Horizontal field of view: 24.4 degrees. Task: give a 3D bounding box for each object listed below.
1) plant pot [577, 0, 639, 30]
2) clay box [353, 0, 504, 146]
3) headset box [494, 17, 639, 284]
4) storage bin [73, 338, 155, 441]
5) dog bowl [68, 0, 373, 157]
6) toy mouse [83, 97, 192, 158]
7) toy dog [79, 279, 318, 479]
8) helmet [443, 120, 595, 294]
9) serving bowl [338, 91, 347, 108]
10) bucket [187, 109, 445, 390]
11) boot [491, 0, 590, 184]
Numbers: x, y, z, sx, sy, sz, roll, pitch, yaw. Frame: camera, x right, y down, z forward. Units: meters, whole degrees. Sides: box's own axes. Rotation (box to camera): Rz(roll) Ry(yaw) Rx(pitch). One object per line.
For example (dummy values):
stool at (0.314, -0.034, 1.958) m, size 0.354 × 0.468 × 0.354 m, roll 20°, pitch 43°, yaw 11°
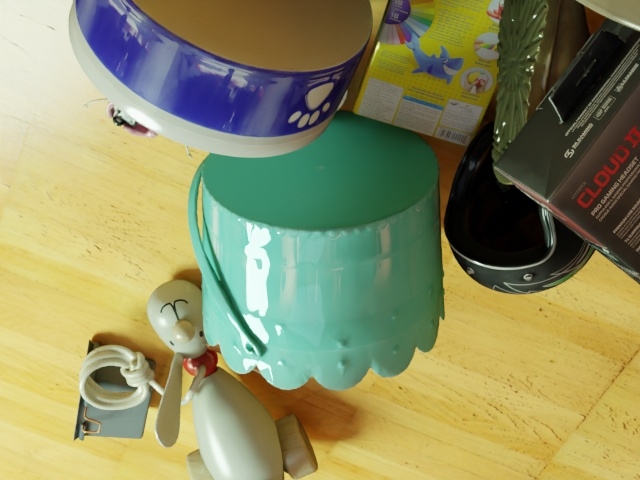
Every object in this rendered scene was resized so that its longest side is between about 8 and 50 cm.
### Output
plant pot at (0.360, -0.314, 1.132) m, size 0.323 × 0.323 × 0.280 m, roll 12°, pitch 117°, yaw 4°
clay box at (0.122, -0.202, 1.442) m, size 0.127 × 0.053 × 0.222 m, roll 16°, pitch 133°, yaw -3°
headset box at (0.314, -0.075, 1.306) m, size 0.293 × 0.110 × 0.218 m, roll 36°, pitch 94°, yaw -28°
storage bin at (-0.265, 0.204, 1.905) m, size 0.091 × 0.098 × 0.135 m, roll 9°, pitch 135°, yaw -7°
dog bowl at (-0.090, -0.204, 1.351) m, size 0.265 × 0.265 × 0.104 m, roll 23°, pitch 131°, yaw -7°
toy mouse at (-0.172, -0.149, 1.586) m, size 0.161 × 0.031 × 0.143 m, roll -19°, pitch 125°, yaw 29°
toy dog at (-0.121, 0.221, 1.807) m, size 0.220 × 0.161 × 0.334 m, roll -43°, pitch 119°, yaw 8°
helmet at (0.209, -0.027, 1.497) m, size 0.169 × 0.169 × 0.161 m, roll 13°, pitch 113°, yaw 3°
serving bowl at (-0.011, -0.167, 1.527) m, size 0.083 × 0.027 × 0.083 m, roll 7°, pitch 134°, yaw 8°
bucket at (0.000, 0.000, 1.518) m, size 0.281 × 0.281 × 0.183 m, roll 5°, pitch 123°, yaw 10°
boot at (0.299, -0.155, 1.383) m, size 0.269 × 0.089 × 0.236 m, roll 0°, pitch 109°, yaw -20°
